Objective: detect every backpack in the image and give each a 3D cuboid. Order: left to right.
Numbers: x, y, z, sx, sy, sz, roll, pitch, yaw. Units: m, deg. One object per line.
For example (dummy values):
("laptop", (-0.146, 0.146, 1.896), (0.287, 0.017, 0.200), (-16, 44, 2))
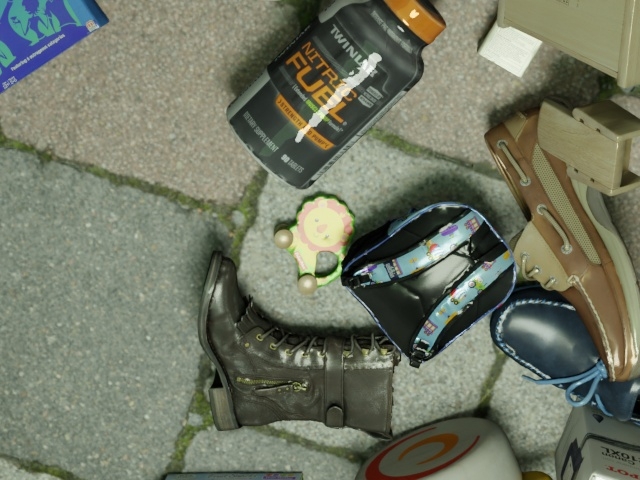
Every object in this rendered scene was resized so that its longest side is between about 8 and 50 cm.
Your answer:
("backpack", (0.130, 0.030, 1.773), (0.173, 0.117, 0.158), (-38, 99, 16))

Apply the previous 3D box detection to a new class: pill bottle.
("pill bottle", (0.023, -0.181, 1.714), (0.130, 0.130, 0.245), (44, 106, -8))

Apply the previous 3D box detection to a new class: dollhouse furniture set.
("dollhouse furniture set", (0.367, -0.242, 1.659), (0.303, 0.198, 0.286), (-16, 124, -29))

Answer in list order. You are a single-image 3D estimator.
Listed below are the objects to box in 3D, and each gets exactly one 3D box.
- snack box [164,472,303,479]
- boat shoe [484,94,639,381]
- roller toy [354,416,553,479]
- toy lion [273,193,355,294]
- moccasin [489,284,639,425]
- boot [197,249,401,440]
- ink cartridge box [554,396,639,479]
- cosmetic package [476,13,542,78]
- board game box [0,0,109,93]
("snack box", (-0.103, 0.392, 1.935), (0.174, 0.070, 0.207), (-1, 108, 7))
("boat shoe", (0.264, 0.006, 1.705), (0.116, 0.123, 0.324), (-17, 72, 2))
("roller toy", (0.148, 0.307, 1.819), (0.209, 0.191, 0.146), (-29, 103, -24))
("toy lion", (0.000, 0.000, 1.826), (0.096, 0.034, 0.100), (-26, 103, 5))
("moccasin", (0.360, 0.141, 1.781), (0.341, 0.117, 0.138), (17, 108, 1))
("boot", (-0.020, 0.122, 1.835), (0.228, 0.091, 0.263), (-2, 121, 7))
("ink cartridge box", (0.361, 0.278, 1.760), (0.171, 0.237, 0.100), (18, 108, 0))
("cosmetic package", (0.224, -0.243, 1.719), (0.060, 0.041, 0.115), (30, 108, -4))
("board game box", (-0.364, -0.290, 1.766), (0.160, 0.047, 0.210), (-31, 100, 14))
